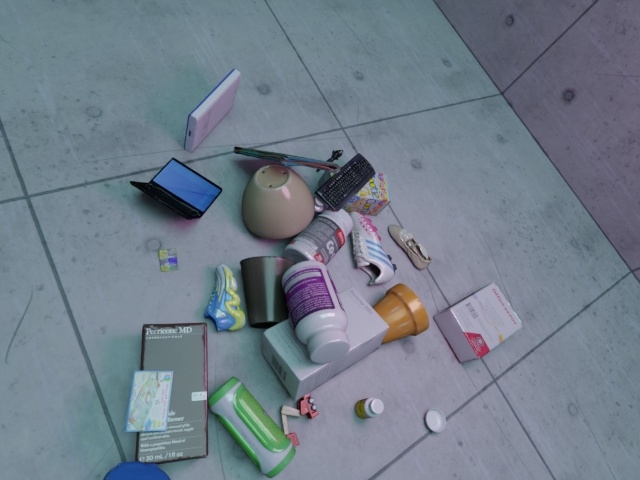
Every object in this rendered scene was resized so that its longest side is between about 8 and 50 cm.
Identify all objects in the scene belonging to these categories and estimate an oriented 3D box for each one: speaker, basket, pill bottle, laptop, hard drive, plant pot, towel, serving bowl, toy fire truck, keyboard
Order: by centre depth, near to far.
[{"bbox_3d":[-0.212,0.564,1.267,0.296,0.131,0.131,48,57,5],"label":"speaker"},{"bbox_3d":[-0.013,0.223,1.313,0.169,0.169,0.301,1,44,-23],"label":"pill bottle"},{"bbox_3d":[-0.082,0.561,1.372,0.135,0.047,0.192,-17,72,-28],"label":"toy fire truck"},{"bbox_3d":[0.170,0.576,1.433,0.065,0.116,0.065,10,61,-19],"label":"pill bottle"},{"bbox_3d":[-0.530,0.066,1.449,0.060,0.009,0.083,-4,67,-26],"label":"towel"},{"bbox_3d":[-0.181,0.186,1.462,0.204,0.154,0.226,3,68,-17],"label":"basket"},{"bbox_3d":[-0.510,-0.196,1.513,0.234,0.264,0.136,32,93,-5],"label":"laptop"},{"bbox_3d":[0.423,0.669,1.550,0.083,0.027,0.083,10,62,-19],"label":"serving bowl"},{"bbox_3d":[-0.166,-0.173,1.559,0.284,0.191,0.284,-1,54,1],"label":"plant pot"},{"bbox_3d":[0.276,0.296,1.588,0.188,0.205,0.205,-27,78,-15],"label":"plant pot"},{"bbox_3d":[-0.136,-0.315,1.615,0.271,0.370,0.040,0,105,-41],"label":"towel"},{"bbox_3d":[0.000,0.000,1.623,0.161,0.161,0.283,42,57,1],"label":"pill bottle"},{"bbox_3d":[-0.433,-0.520,1.666,0.040,0.210,0.318,31,57,-6],"label":"hard drive"},{"bbox_3d":[0.084,-0.270,1.705,0.201,0.033,0.317,42,55,3],"label":"keyboard"},{"bbox_3d":[-0.019,-0.137,1.708,0.067,0.120,0.067,10,62,-19],"label":"pill bottle"}]

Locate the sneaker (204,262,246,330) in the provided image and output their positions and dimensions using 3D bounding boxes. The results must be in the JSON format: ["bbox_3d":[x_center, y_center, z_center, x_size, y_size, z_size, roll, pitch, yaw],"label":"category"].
[{"bbox_3d":[-0.343,0.197,1.416,0.126,0.091,0.240,-14,72,-28],"label":"sneaker"}]

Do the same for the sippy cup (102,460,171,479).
[{"bbox_3d":[-0.467,0.672,0.990,0.240,0.305,0.224,24,92,22],"label":"sippy cup"}]

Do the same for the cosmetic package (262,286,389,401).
[{"bbox_3d":[0.018,0.342,1.429,0.385,0.156,0.217,-25,55,-31],"label":"cosmetic package"}]

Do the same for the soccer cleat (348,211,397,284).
[{"bbox_3d":[0.184,0.031,1.715,0.143,0.116,0.331,-24,77,-32],"label":"soccer cleat"}]

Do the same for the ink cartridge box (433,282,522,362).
[{"bbox_3d":[0.666,0.345,1.759,0.306,0.131,0.226,-19,73,-32],"label":"ink cartridge box"}]

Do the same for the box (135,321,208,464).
[{"bbox_3d":[-0.433,0.443,1.226,0.191,0.143,0.381,2,63,-22],"label":"box"}]

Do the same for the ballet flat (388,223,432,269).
[{"bbox_3d":[0.402,0.015,1.839,0.086,0.086,0.248,-33,81,-33],"label":"ballet flat"}]

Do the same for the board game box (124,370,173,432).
[{"bbox_3d":[-0.461,0.433,1.123,0.104,0.026,0.154,7,62,-18],"label":"board game box"}]

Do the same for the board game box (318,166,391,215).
[{"bbox_3d":[0.146,-0.214,1.806,0.275,0.142,0.144,5,63,-21],"label":"board game box"}]
